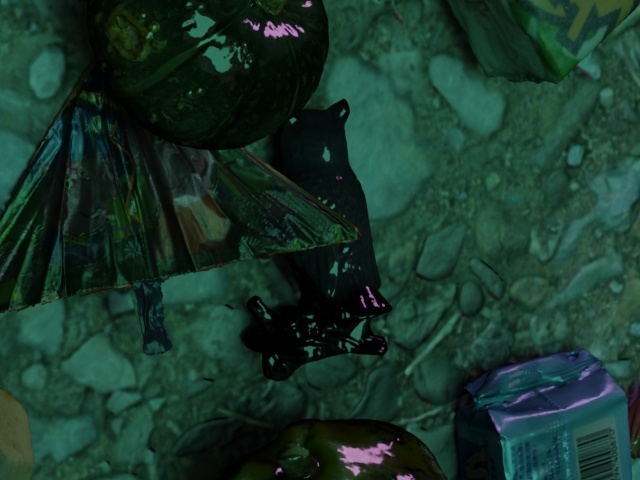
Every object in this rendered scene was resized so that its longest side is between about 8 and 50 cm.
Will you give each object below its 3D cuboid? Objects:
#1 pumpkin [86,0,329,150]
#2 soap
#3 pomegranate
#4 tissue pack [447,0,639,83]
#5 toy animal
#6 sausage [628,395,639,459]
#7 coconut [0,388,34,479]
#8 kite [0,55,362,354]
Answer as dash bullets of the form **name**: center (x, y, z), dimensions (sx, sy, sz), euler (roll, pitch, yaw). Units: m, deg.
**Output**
- **pumpkin**: center (-0.082, -0.158, 1.399), dimensions (0.190, 0.146, 0.190), euler (14, 58, -23)
- **soap**: center (0.203, 0.246, 1.710), dimensions (0.156, 0.077, 0.293), euler (-12, 104, -30)
- **pomegranate**: center (0.005, 0.255, 1.538), dimensions (0.222, 0.276, 0.204), euler (-24, 72, -7)
- **tissue pack**: center (0.214, -0.307, 1.586), dimensions (0.311, 0.128, 0.228), euler (-43, 117, -20)
- **toy animal**: center (0.001, -0.003, 1.511), dimensions (0.121, 0.117, 0.210), euler (-10, 106, -25)
- **sausage**: center (0.447, 0.136, 1.850), dimensions (0.433, 0.088, 0.088), euler (-12, 105, -32)
- **coconut**: center (-0.307, 0.165, 1.275), dimensions (0.259, 0.259, 0.259), euler (-7, 102, -32)
- **kite**: center (-0.133, -0.032, 1.446), dimensions (0.321, 0.016, 0.234), euler (-12, 87, -14)
